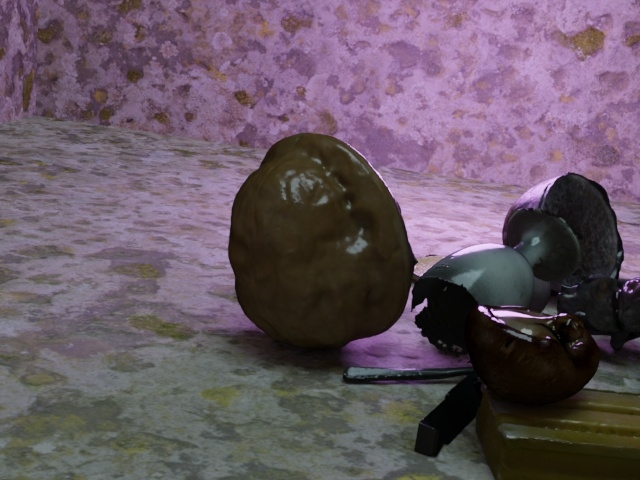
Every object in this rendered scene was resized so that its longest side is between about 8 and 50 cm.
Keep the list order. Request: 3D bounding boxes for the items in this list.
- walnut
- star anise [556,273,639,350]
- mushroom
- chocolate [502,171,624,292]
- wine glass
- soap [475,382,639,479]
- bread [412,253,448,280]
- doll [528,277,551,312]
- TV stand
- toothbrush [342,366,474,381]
[{"bbox_3d":[-0.002,0.015,1.683,0.384,0.383,0.383,6,16,-2],"label":"walnut"},{"bbox_3d":[0.621,0.143,1.809,0.316,0.139,0.360,13,-16,-40],"label":"star anise"},{"bbox_3d":[0.310,0.172,1.390,0.231,0.138,0.194,6,-1,-44],"label":"mushroom"},{"bbox_3d":[0.548,0.002,2.206,0.303,0.303,0.213,-5,-7,-35],"label":"chocolate"},{"bbox_3d":[0.328,0.074,1.723,0.191,0.190,0.357,19,40,38],"label":"wine glass"},{"bbox_3d":[0.399,0.294,1.366,0.315,0.091,0.199,5,15,-4],"label":"soap"},{"bbox_3d":[0.309,0.078,2.197,0.229,0.033,0.228,5,14,-1],"label":"bread"},{"bbox_3d":[0.345,0.118,1.903,0.287,0.150,0.151,-13,24,-33],"label":"doll"},{"bbox_3d":[0.215,0.267,1.457,0.040,0.048,0.256,16,18,26],"label":"TV stand"},{"bbox_3d":[0.182,0.234,1.602,0.298,0.030,0.030,2,23,-13],"label":"toothbrush"}]
